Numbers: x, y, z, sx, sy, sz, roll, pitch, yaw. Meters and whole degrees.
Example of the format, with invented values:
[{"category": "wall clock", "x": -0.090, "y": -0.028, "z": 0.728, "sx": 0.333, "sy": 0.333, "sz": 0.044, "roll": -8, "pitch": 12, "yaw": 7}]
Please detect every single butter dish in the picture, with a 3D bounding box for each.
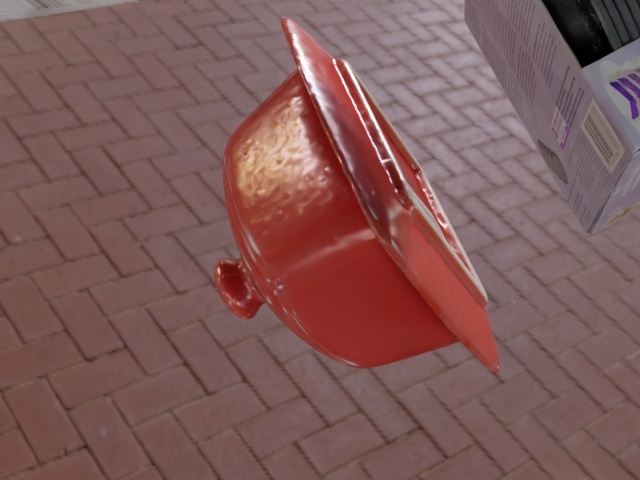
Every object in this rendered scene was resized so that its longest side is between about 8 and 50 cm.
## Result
[{"category": "butter dish", "x": 0.000, "y": 0.000, "z": 0.465, "sx": 0.118, "sy": 0.160, "sz": 0.160, "roll": -31, "pitch": 50, "yaw": 11}]

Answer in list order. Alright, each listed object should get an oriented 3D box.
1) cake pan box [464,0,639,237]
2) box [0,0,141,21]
[{"category": "cake pan box", "x": 0.191, "y": -0.147, "z": 0.722, "sx": 0.070, "sy": 0.267, "sz": 0.245, "roll": -29, "pitch": 74, "yaw": 3}, {"category": "box", "x": -0.186, "y": -0.286, "z": 0.555, "sx": 0.169, "sy": 0.087, "sz": 0.290, "roll": -1, "pitch": 78, "yaw": 22}]
